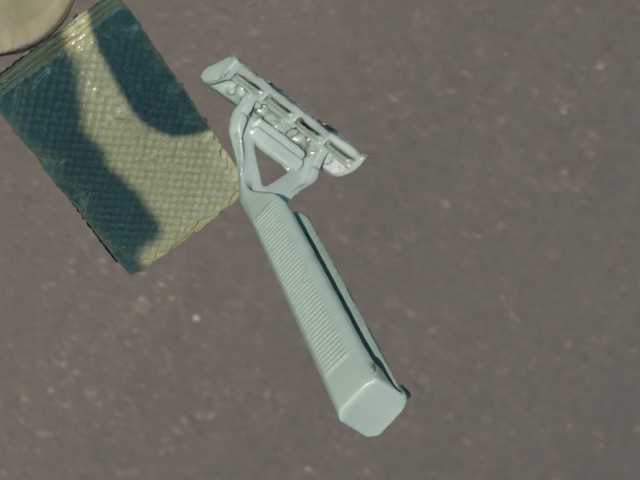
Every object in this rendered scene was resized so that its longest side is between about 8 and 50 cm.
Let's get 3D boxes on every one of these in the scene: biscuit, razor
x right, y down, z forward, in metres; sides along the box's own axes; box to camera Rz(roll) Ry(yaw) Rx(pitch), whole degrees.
[{"bbox_3d":[-0.144,-0.072,1.238,0.121,0.040,0.199,-37,129,-4],"label":"biscuit"},{"bbox_3d":[-0.007,0.008,0.910,0.056,0.278,0.111,-42,123,19],"label":"razor"}]

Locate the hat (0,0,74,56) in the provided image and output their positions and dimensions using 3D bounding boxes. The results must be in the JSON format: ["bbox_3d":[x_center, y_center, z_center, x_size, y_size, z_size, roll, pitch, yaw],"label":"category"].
[{"bbox_3d":[-0.219,-0.177,0.704,0.214,0.149,0.244,25,57,-51],"label":"hat"}]
